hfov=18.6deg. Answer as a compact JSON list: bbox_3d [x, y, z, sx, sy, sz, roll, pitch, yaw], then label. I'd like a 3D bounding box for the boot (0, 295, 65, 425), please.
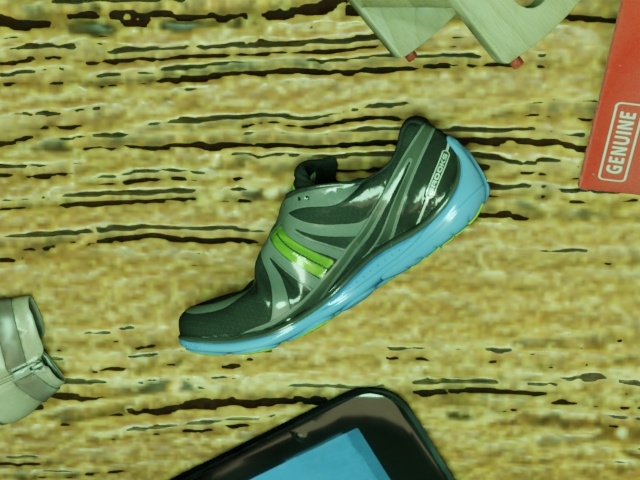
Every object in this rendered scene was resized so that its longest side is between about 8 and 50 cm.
[{"bbox_3d":[-0.198,0.051,1.072,0.087,0.042,0.118,-24,114,7],"label":"boot"}]

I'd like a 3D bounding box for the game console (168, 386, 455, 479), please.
[{"bbox_3d":[-0.024,0.271,1.102,0.293,0.250,0.173,-28,138,15],"label":"game console"}]

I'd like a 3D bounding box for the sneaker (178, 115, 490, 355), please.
[{"bbox_3d":[0.000,0.000,1.030,0.188,0.067,0.078,-35,88,19],"label":"sneaker"}]

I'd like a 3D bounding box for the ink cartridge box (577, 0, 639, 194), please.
[{"bbox_3d":[0.269,-0.082,0.902,0.261,0.066,0.296,4,143,1],"label":"ink cartridge box"}]

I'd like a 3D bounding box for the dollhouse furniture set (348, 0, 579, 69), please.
[{"bbox_3d":[0.087,-0.188,0.914,0.183,0.129,0.129,-44,110,-11],"label":"dollhouse furniture set"}]
